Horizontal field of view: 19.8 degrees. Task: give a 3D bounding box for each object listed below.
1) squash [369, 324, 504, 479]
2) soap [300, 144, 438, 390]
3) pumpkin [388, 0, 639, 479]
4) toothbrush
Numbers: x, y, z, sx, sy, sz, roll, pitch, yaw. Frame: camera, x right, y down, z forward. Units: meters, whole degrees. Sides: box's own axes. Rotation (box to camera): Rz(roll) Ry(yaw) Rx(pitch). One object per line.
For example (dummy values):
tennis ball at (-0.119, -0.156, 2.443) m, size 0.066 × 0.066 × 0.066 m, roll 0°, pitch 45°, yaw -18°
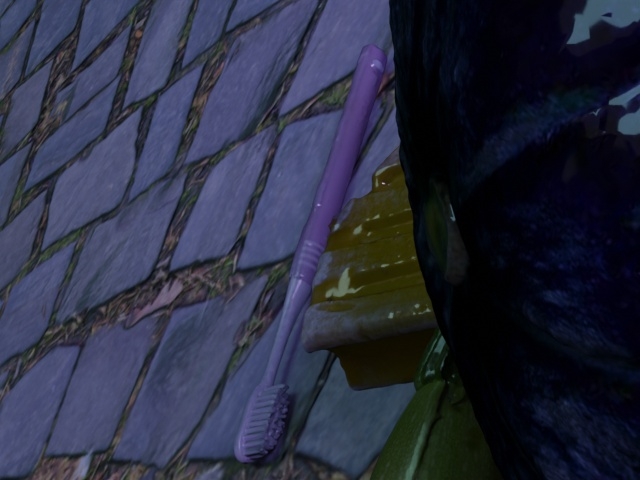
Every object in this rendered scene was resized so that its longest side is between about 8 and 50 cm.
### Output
squash at (0.048, 0.189, 0.917) m, size 0.094 × 0.094 × 0.341 m, roll -9°, pitch 58°, yaw 56°
soap at (0.104, -0.002, 1.029) m, size 0.232 × 0.073 × 0.140 m, roll -15°, pitch 45°, yaw 39°
pumpkin at (0.168, -0.037, 0.694) m, size 0.266 × 0.363 × 0.363 m, roll -9°, pitch 33°, yaw -3°
toothbrush at (0.000, 0.000, 1.301) m, size 0.029 × 0.024 × 0.354 m, roll -17°, pitch 45°, yaw 44°
